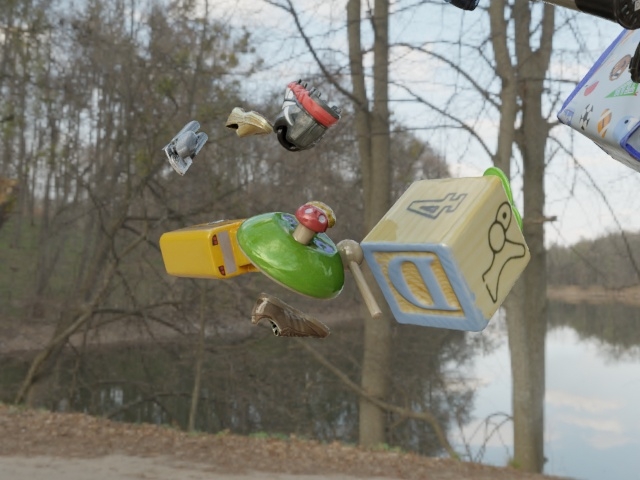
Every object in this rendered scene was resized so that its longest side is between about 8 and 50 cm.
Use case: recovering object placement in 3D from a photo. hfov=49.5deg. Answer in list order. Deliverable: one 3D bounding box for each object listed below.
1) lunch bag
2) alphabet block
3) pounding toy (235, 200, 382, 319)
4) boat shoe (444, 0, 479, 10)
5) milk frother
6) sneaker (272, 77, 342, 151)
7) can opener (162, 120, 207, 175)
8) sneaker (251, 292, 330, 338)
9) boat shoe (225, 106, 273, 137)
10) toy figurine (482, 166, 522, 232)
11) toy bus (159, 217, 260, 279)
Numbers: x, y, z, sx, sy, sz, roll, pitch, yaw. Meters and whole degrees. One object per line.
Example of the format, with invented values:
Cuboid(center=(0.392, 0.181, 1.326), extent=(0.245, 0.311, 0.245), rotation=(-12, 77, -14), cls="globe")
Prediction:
Cuboid(center=(0.638, -0.287, 1.156), extent=(0.238, 0.386, 0.328), rotation=(30, 15, -12), cls="lunch bag")
Cuboid(center=(0.221, 0.020, 1.214), extent=(0.193, 0.192, 0.197), rotation=(2, 38, 45), cls="alphabet block")
Cuboid(center=(0.000, 0.000, 1.050), extent=(0.236, 0.110, 0.183), rotation=(22, 21, -28), cls="pounding toy")
Cuboid(center=(0.324, -0.568, 1.340), extent=(0.089, 0.258, 0.109), rotation=(26, 17, -18), cls="boat shoe")
Cuboid(center=(0.292, -0.248, 0.727), extent=(0.129, 0.143, 0.135), rotation=(-12, 34, -27), cls="milk frother")
Cuboid(center=(-0.046, -0.259, 1.463), extent=(0.097, 0.135, 0.276), rotation=(36, 9, -22), cls="sneaker")
Cuboid(center=(-0.322, -0.245, 1.748), extent=(0.095, 0.076, 0.283), rotation=(-28, 20, 15), cls="can opener")
Cuboid(center=(-0.068, 0.180, 1.489), extent=(0.188, 0.071, 0.066), rotation=(31, -14, -24), cls="sneaker")
Cuboid(center=(-0.191, -0.300, 1.844), extent=(0.068, 0.072, 0.190), rotation=(46, -13, -34), cls="boat shoe")
Cuboid(center=(0.295, -0.058, 1.396), extent=(0.159, 0.173, 0.130), rotation=(-11, -39, -13), cls="toy figurine")
Cuboid(center=(-0.213, 0.017, 1.459), extent=(0.130, 0.108, 0.332), rotation=(-16, 7, -33), cls="toy bus")
